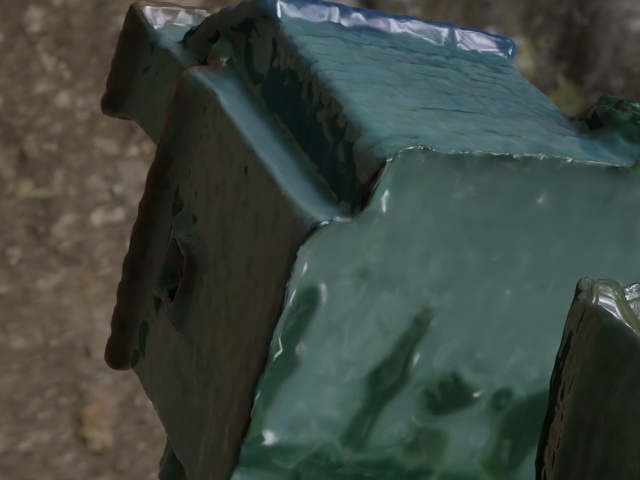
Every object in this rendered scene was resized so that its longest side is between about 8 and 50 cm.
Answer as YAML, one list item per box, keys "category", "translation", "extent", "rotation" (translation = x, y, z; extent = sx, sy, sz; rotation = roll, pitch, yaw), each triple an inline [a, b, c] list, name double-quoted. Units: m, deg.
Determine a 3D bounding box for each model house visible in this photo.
- category: "model house"
  translation: [0.000, 0.000, 1.129]
  extent: [0.252, 0.329, 0.295]
  rotation: [-1, 120, -34]

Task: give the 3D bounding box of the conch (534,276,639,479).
- category: "conch"
  translation: [0.201, 0.114, 0.655]
  extent: [0.220, 0.195, 0.277]
  rotation: [45, 8, -40]
